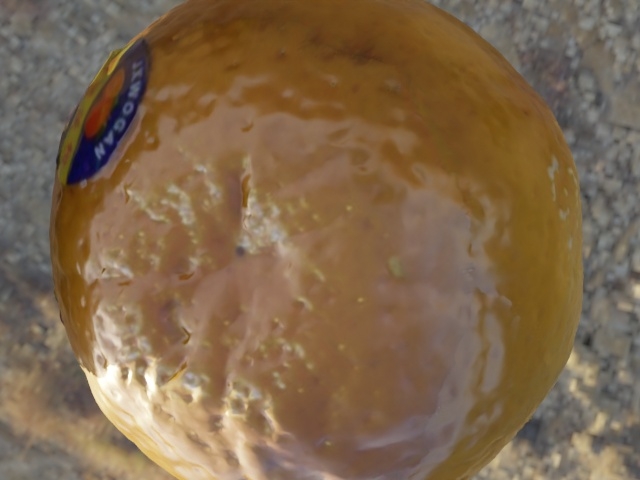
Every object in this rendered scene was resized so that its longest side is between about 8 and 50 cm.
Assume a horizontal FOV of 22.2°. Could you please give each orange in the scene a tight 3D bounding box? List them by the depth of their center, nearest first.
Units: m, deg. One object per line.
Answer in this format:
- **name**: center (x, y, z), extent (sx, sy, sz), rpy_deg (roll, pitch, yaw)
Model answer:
- **orange**: center (-0.002, 0.002, 0.531), extent (0.178, 0.177, 0.155), rpy_deg (-4, 170, 25)
